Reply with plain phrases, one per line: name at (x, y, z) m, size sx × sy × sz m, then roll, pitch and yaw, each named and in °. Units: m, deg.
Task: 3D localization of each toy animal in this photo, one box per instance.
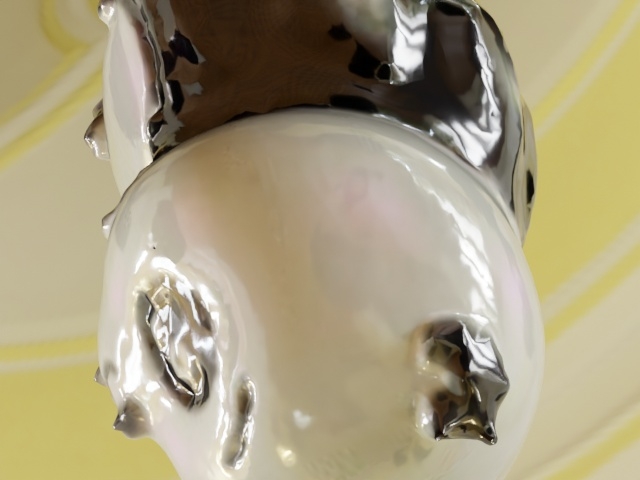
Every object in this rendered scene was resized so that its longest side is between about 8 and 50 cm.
toy animal at (0.000, 0.000, 0.853) m, size 0.251 × 0.251 × 0.310 m, roll -19°, pitch -121°, yaw 9°
